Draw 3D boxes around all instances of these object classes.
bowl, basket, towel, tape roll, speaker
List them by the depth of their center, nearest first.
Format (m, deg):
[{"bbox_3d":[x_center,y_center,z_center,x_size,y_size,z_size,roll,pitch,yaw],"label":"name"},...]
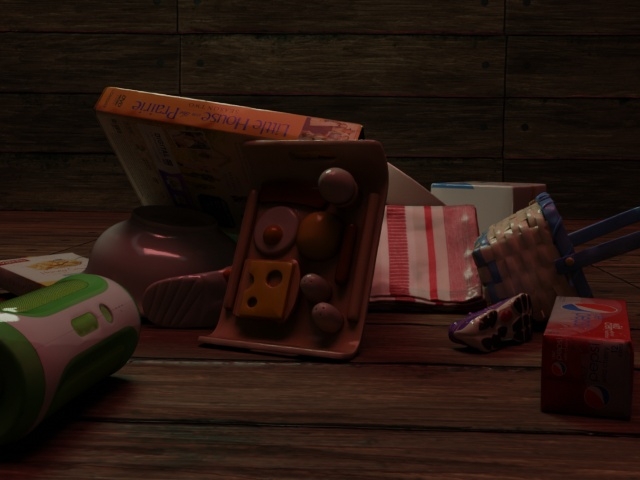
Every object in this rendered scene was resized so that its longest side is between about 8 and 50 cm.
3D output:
[{"bbox_3d":[-0.279,0.110,0.858,0.131,0.131,0.296,1,6,6],"label":"speaker"},{"bbox_3d":[0.393,0.016,1.341,0.289,0.201,0.255,-26,-1,16],"label":"basket"},{"bbox_3d":[-0.248,0.022,1.419,0.298,0.134,0.298,9,13,-2],"label":"bowl"},{"bbox_3d":[0.118,0.021,1.488,0.329,0.037,0.237,1,47,1],"label":"towel"},{"bbox_3d":[0.167,-0.060,1.776,0.392,0.072,0.392,38,-4,3],"label":"tape roll"}]

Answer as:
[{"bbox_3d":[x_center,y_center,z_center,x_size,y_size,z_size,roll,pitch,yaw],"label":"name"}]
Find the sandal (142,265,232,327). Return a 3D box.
[{"bbox_3d":[-0.133,0.079,1.290,0.266,0.101,0.076,-1,9,1],"label":"sandal"}]

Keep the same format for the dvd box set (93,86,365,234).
[{"bbox_3d":[-0.125,-0.104,1.389,0.421,0.062,0.307,10,-29,15],"label":"dvd box set"}]

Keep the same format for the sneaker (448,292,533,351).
[{"bbox_3d":[0.242,0.112,1.199,0.170,0.068,0.071,-6,3,-44],"label":"sneaker"}]

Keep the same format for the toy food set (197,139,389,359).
[{"bbox_3d":[-0.040,0.006,1.165,0.220,0.305,0.092,3,-21,24],"label":"toy food set"}]

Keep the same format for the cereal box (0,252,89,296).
[{"bbox_3d":[-0.456,0.070,1.514,0.240,0.047,0.173,14,14,43],"label":"cereal box"}]

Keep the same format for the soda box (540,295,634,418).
[{"bbox_3d":[0.307,0.125,0.981,0.092,0.083,0.263,3,6,18],"label":"soda box"}]

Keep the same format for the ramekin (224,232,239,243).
[{"bbox_3d":[-0.121,-0.075,1.719,0.304,0.303,0.148,1,-36,2],"label":"ramekin"}]

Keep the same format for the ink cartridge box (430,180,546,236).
[{"bbox_3d":[0.399,-0.038,2.014,0.198,0.197,0.270,4,7,29],"label":"ink cartridge box"}]

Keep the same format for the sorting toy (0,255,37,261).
[{"bbox_3d":[-0.585,0.060,1.725,0.208,0.038,0.193,4,7,30],"label":"sorting toy"}]
